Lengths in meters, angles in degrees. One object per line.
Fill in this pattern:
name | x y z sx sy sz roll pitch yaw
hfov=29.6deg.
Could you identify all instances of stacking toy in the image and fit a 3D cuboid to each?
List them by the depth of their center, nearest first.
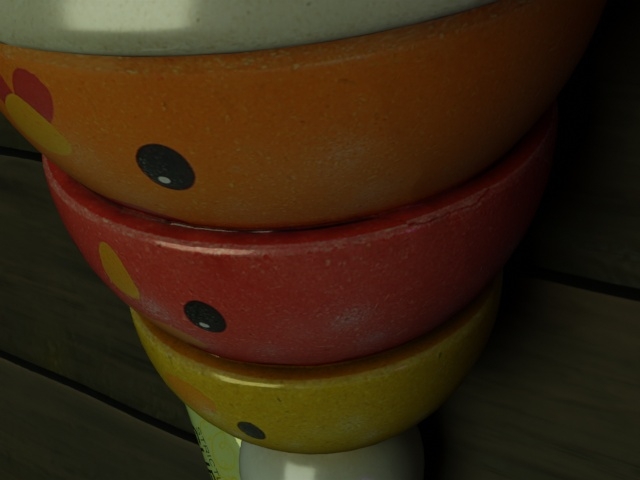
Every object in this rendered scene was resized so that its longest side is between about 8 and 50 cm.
stacking toy | 0.000 0.000 0.664 0.351 0.351 0.479 23 133 40

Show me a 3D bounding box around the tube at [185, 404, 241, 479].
tube | -0.058 0.143 0.881 0.070 0.062 0.240 -167 58 -86
